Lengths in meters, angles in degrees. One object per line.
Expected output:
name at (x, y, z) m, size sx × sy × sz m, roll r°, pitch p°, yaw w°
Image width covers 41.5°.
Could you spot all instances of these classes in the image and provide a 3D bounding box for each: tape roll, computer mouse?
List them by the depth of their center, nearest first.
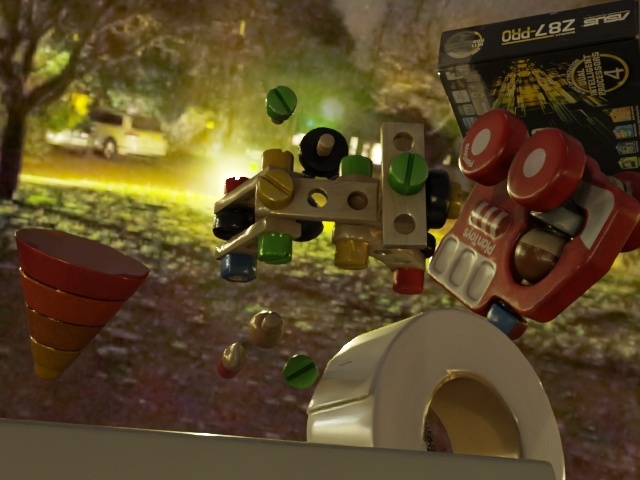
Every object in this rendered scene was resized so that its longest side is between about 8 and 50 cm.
tape roll at (0.123, 0.216, 0.861) m, size 0.286 × 0.286 × 0.100 m, roll 4°, pitch -20°, yaw -40°
computer mouse at (-0.009, -0.058, 1.050) m, size 0.071 × 0.041 × 0.242 m, roll 31°, pitch 24°, yaw 1°

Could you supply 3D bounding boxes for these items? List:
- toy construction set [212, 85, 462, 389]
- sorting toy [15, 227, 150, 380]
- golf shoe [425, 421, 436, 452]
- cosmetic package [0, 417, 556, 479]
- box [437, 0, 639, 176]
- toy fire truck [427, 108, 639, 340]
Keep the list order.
toy construction set at (0.000, 0.000, 0.841) m, size 0.257 × 0.309 × 0.237 m, roll 29°, pitch -16°, yaw -1°
sorting toy at (-0.343, 0.026, 0.745) m, size 0.365 × 0.126 × 0.127 m, roll 18°, pitch 7°, yaw -2°
golf shoe at (0.140, 0.352, 1.302) m, size 0.086 × 0.186 × 0.067 m, roll -11°, pitch 3°, yaw 17°
cosmetic package at (-0.051, 0.175, 0.402) m, size 0.309 × 0.160 × 0.113 m, roll 5°, pitch 49°, yaw -10°
box at (0.409, -0.226, 1.484) m, size 0.318 × 0.097 × 0.395 m, roll -2°, pitch -33°, yaw 24°
toy fire truck at (0.262, -0.008, 1.069) m, size 0.169 × 0.254 × 0.302 m, roll 22°, pitch 10°, yaw -24°
